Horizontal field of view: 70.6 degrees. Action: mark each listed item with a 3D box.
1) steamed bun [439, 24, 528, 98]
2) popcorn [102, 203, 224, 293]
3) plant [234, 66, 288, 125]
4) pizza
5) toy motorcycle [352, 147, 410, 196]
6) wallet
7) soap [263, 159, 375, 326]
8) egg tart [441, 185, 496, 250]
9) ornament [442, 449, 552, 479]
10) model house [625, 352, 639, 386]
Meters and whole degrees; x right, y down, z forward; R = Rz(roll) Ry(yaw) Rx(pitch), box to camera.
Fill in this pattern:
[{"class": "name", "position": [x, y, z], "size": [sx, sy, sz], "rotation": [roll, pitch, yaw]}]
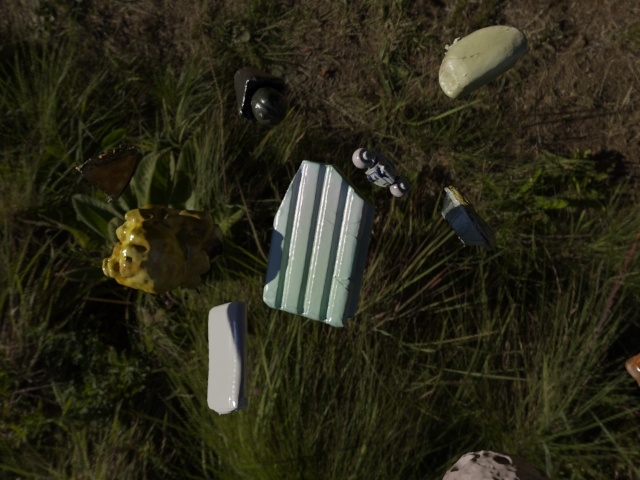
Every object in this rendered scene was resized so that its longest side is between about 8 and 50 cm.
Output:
[{"class": "steamed bun", "position": [0.453, -0.529, 1.297], "size": [0.239, 0.170, 0.152], "rotation": [-32, 90, 5]}, {"class": "popcorn", "position": [-0.348, 0.013, 1.018], "size": [0.254, 0.190, 0.191], "rotation": [2, 105, -30]}, {"class": "plant", "position": [-0.207, -0.488, 1.526], "size": [0.256, 0.142, 0.164], "rotation": [52, 135, 35]}, {"class": "pizza", "position": [-0.601, -0.193, 1.256], "size": [0.052, 0.195, 0.185], "rotation": [30, 101, 15]}, {"class": "toy motorcycle", "position": [0.229, -0.258, 1.656], "size": [0.254, 0.112, 0.112], "rotation": [34, 135, -18]}, {"class": "wallet", "position": [-0.161, 0.201, 0.783], "size": [0.095, 0.189, 0.033], "rotation": [-18, 157, 41]}, {"class": "soap", "position": [0.000, 0.000, 1.024], "size": [0.209, 0.115, 0.346], "rotation": [13, 101, 18]}, {"class": "egg tart", "position": [0.435, -0.060, 1.362], "size": [0.094, 0.234, 0.234], "rotation": [-36, 114, 17]}, {"class": "ornament", "position": [0.363, 0.547, 0.897], "size": [0.260, 0.225, 0.259], "rotation": [24, 126, 37]}, {"class": "model house", "position": [0.453, 0.172, 0.438], "size": [0.330, 0.294, 0.251], "rotation": [-21, 148, -3]}]
